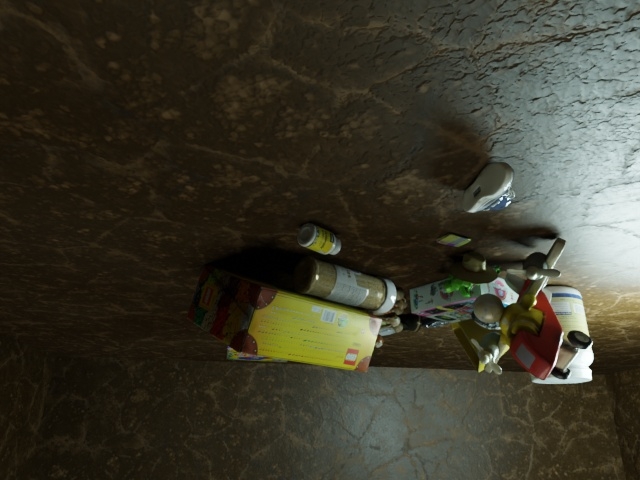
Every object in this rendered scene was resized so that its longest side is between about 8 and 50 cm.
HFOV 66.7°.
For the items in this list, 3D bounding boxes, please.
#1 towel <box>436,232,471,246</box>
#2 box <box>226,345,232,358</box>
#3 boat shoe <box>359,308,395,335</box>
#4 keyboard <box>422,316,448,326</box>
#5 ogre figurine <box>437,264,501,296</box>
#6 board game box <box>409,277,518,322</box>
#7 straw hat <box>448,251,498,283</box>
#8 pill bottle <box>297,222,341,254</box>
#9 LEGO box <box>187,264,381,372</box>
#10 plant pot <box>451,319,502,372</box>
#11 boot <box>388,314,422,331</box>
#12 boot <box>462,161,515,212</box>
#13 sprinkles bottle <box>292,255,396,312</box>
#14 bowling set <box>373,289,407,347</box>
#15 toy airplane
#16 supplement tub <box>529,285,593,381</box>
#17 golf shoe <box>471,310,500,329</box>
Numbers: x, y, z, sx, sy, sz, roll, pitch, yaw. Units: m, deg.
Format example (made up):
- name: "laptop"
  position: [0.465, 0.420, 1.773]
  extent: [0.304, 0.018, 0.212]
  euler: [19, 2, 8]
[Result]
- name: "towel"
  position: [0.370, -0.001, 1.352]
  extent: [0.083, 0.009, 0.060]
  euler: [12, 154, -26]
- name: "box"
  position: [-0.276, 0.440, 2.217]
  extent: [0.290, 0.177, 0.279]
  euler: [5, 156, -9]
- name: "boat shoe"
  position: [0.194, 0.339, 2.050]
  extent: [0.302, 0.094, 0.109]
  euler: [3, -165, -13]
- name: "keyboard"
  position: [0.529, 0.336, 2.117]
  extent: [0.201, 0.033, 0.317]
  euler: [10, 155, -20]
- name: "ogre figurine"
  position: [0.453, 0.125, 1.519]
  extent: [0.197, 0.097, 0.118]
  euler: [0, -176, 29]
- name: "board game box"
  position: [0.506, 0.206, 1.728]
  extent: [0.224, 0.097, 0.303]
  euler: [17, 152, -33]
- name: "straw hat"
  position: [0.454, 0.068, 1.437]
  extent: [0.144, 0.144, 0.061]
  euler: [-1, 116, 5]
- name: "pill bottle"
  position: [0.000, 0.000, 1.303]
  extent: [0.065, 0.065, 0.116]
  euler: [-19, 150, 39]
- name: "LEGO box"
  position: [-0.114, 0.255, 1.590]
  extent: [0.500, 0.193, 0.372]
  euler: [20, 175, -37]
- name: "plant pot"
  position: [0.660, 0.369, 1.944]
  extent: [0.187, 0.212, 0.212]
  euler: [-26, 147, 1]
- name: "boot"
  position: [0.352, 0.359, 2.131]
  extent: [0.137, 0.077, 0.198]
  euler: [11, 155, -9]
- name: "boot"
  position: [0.378, -0.113, 1.031]
  extent: [0.086, 0.069, 0.190]
  euler: [-3, 166, -9]
- name: "sprinkles bottle"
  position: [0.083, 0.148, 1.575]
  extent: [0.355, 0.121, 0.121]
  euler: [18, 152, -34]
- name: "bowling set"
  position: [0.264, 0.312, 1.873]
  extent: [0.154, 0.200, 0.287]
  euler: [-6, 160, 14]
- name: "toy airplane"
  position: [0.584, 0.204, 1.433]
  extent: [0.272, 0.386, 0.384]
  euler: [15, 167, 1]
- name: "supplement tub"
  position: [0.837, 0.342, 1.746]
  extent: [0.228, 0.316, 0.228]
  euler: [1, 157, 1]
- name: "golf shoe"
  position: [0.582, 0.278, 1.676]
  extent: [0.198, 0.077, 0.094]
  euler: [13, 154, -26]
